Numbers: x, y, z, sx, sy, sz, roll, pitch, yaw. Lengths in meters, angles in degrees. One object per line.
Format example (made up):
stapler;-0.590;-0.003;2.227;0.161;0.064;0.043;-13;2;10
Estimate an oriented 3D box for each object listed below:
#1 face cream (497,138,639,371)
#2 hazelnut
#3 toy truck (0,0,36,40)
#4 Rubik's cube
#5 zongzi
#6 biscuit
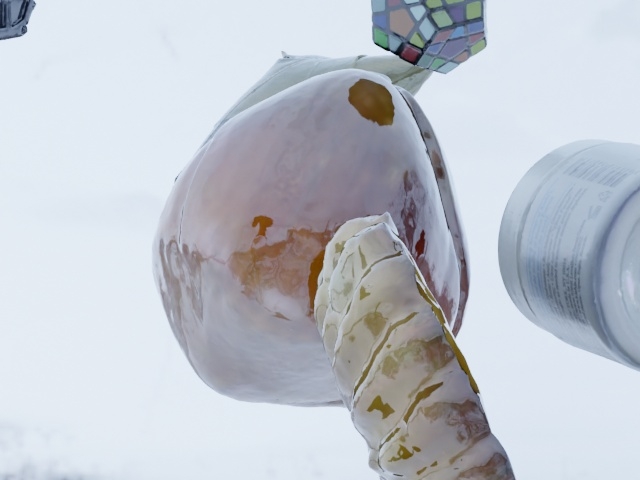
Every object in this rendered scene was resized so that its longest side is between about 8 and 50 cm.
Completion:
face cream;0.256;0.012;1.370;0.177;0.177;0.153;11;-174;-26
hazelnut;0.000;0.000;1.698;0.315;0.372;0.372;19;168;15
toy truck;-0.294;-0.175;1.230;0.083;0.092;0.192;9;-164;23
Rubik's cube;0.106;-0.226;1.622;0.133;0.112;0.133;26;-167;-6
zongzi;-0.020;-0.132;2.142;0.154;0.289;0.317;48;156;-17
biscuit;0.077;0.137;1.300;0.107;0.325;0.326;-25;163;-2
